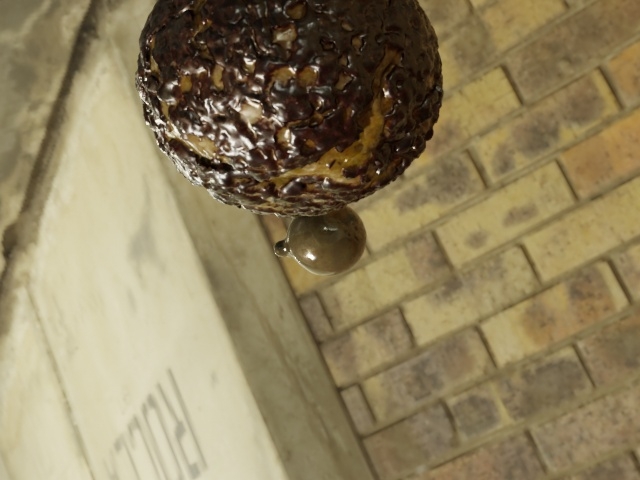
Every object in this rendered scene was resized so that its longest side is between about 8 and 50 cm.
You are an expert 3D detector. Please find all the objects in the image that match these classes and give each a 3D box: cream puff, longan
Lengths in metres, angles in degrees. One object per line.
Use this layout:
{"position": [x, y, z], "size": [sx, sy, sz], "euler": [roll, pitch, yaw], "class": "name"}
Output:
{"position": [-0.024, -0.109, 0.743], "size": [0.239, 0.164, 0.239], "euler": [-1, 160, 0], "class": "cream puff"}
{"position": [0.000, 0.000, 1.251], "size": [0.119, 0.106, 0.106], "euler": [-16, 168, 8], "class": "longan"}
